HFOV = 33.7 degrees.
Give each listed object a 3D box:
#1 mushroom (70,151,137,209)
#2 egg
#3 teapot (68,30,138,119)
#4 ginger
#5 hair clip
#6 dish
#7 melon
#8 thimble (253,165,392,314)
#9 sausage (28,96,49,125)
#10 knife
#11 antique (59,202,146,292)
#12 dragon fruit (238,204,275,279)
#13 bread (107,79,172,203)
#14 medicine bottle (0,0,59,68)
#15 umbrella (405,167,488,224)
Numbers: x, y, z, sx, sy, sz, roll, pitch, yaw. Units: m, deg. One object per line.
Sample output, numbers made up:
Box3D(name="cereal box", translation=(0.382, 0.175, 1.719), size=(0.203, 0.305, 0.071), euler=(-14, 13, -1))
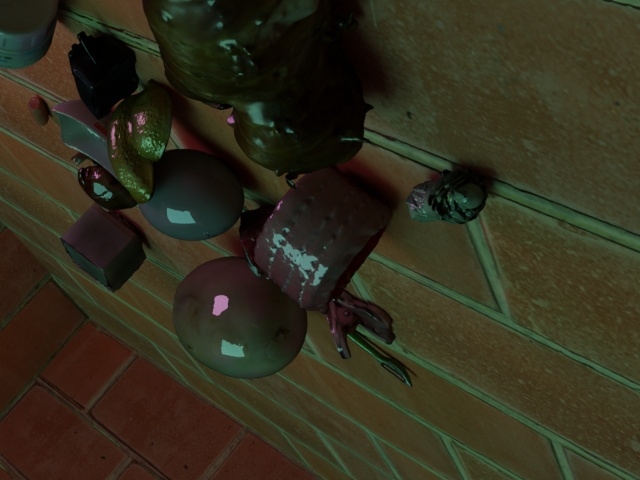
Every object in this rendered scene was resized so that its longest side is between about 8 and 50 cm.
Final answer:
Box3D(name="mushroom", translation=(-0.453, -0.120, 2.200), size=(0.135, 0.080, 0.170), euler=(-1, 140, 50))
Box3D(name="egg", translation=(-0.207, -0.072, 1.690), size=(0.198, 0.146, 0.146), euler=(10, 148, 35))
Box3D(name="teapot", translation=(-0.345, -0.263, 1.618), size=(0.096, 0.087, 0.177), euler=(43, 163, 8))
Box3D(name="ginger", translation=(-0.047, -0.187, 1.038), size=(0.254, 0.176, 0.418), euler=(35, 167, 6))
Box3D(name="hair clip", translation=(0.060, 0.125, 1.817), size=(0.123, 0.102, 0.138), euler=(69, 179, -54))
Box3D(name="dish", translation=(-0.377, -0.173, 1.914), size=(0.212, 0.077, 0.151), euler=(38, 161, 8))
Box3D(name="melon", translation=(-0.151, 0.142, 1.967), size=(0.223, 0.223, 0.317), euler=(50, 159, -27))
Box3D(name="thimble", translation=(0.004, -0.005, 1.391), size=(0.125, 0.163, 0.189), euler=(38, 149, 8))
Box3D(name="sausage", translation=(-0.580, -0.266, 2.181), size=(0.034, 0.034, 0.083), euler=(37, 163, 10))
Box3D(name="knife", translation=(0.100, 0.204, 1.937), size=(0.184, 0.026, 0.022), euler=(37, -168, 16))
Box3D(name="antique", translation=(-0.511, 0.015, 2.529), size=(0.146, 0.148, 0.152), euler=(35, 161, 15))
Box3D(name="dragon fruit", translation=(-0.073, -0.008, 1.690), size=(0.102, 0.096, 0.147), euler=(58, -172, -20))
Box3D(name="bread", translation=(-0.278, -0.152, 1.616), size=(0.065, 0.188, 0.149), euler=(8, 173, -35))
Box3D(name="medicine bottle", translation=(-0.463, -0.341, 1.594), size=(0.135, 0.135, 0.168), euler=(43, 161, -9))
Box3D(name="umbrella", translation=(0.140, -0.047, 1.174), size=(0.143, 0.067, 0.062), euler=(-179, 72, -73))
